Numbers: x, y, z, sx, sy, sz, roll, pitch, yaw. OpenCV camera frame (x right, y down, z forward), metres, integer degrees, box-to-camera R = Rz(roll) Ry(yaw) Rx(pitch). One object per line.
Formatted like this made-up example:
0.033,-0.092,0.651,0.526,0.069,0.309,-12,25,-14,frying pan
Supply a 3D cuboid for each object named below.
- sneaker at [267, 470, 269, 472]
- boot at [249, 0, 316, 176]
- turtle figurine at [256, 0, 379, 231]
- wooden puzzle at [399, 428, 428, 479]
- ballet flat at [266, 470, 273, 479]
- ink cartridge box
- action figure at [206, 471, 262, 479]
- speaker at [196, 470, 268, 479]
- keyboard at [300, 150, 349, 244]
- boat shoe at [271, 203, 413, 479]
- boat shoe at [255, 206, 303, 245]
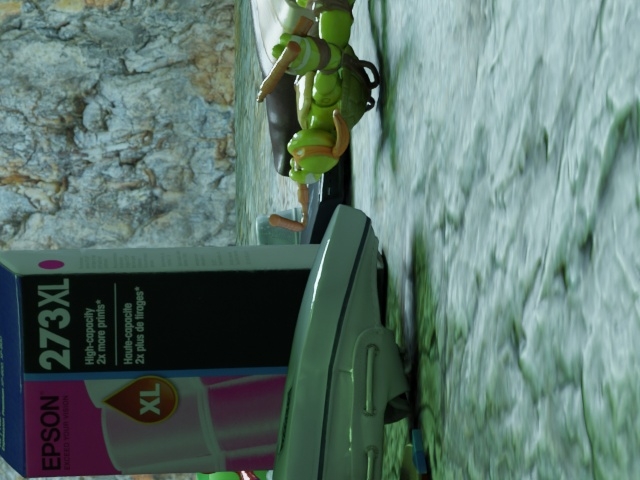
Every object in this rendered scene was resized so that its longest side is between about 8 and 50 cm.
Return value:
-0.031,0.248,2.009,0.188,0.066,0.071,-104,17,-68,sneaker
-0.044,-0.211,2.045,0.248,0.090,0.207,-103,16,-54,boot
0.005,-0.142,1.538,0.269,0.087,0.217,82,-168,-61,turtle figurine
0.065,0.182,1.270,0.116,0.014,0.078,97,167,-54,wooden puzzle
0.005,0.219,1.660,0.221,0.077,0.079,-135,65,-76,ballet flat
-0.136,0.095,1.509,0.069,0.371,0.176,-104,14,-70,ink cartridge box
-0.071,0.290,1.590,0.280,0.139,0.091,46,159,60,action figure
-0.075,0.204,2.156,0.131,0.131,0.296,-98,10,-57,speaker
0.000,0.000,1.891,0.317,0.033,0.201,103,173,-71,keyboard
0.023,0.104,1.337,0.096,0.088,0.267,114,166,-61,boat shoe
-0.053,0.029,2.179,0.227,0.081,0.079,100,169,-60,boat shoe
